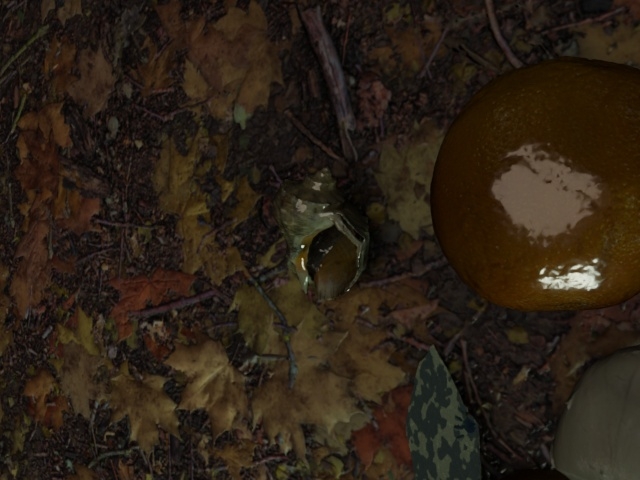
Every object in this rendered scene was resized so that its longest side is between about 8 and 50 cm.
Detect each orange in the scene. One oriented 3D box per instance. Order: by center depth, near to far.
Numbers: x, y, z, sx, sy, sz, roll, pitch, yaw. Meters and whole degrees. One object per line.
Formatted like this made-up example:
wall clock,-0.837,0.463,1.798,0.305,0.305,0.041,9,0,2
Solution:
orange,0.239,-0.056,0.572,0.264,0.264,0.264,1,92,29

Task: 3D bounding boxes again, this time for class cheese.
cheese,0.341,0.199,0.563,0.198,0.154,0.189,24,97,52

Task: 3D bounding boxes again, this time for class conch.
conch,0.000,0.000,0.767,0.155,0.130,0.207,49,135,51

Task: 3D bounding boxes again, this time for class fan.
fan,0.153,0.250,0.703,0.131,0.009,0.240,-44,41,42

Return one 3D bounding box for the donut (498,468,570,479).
donut,0.268,0.380,0.642,0.226,0.113,0.227,1,92,29
